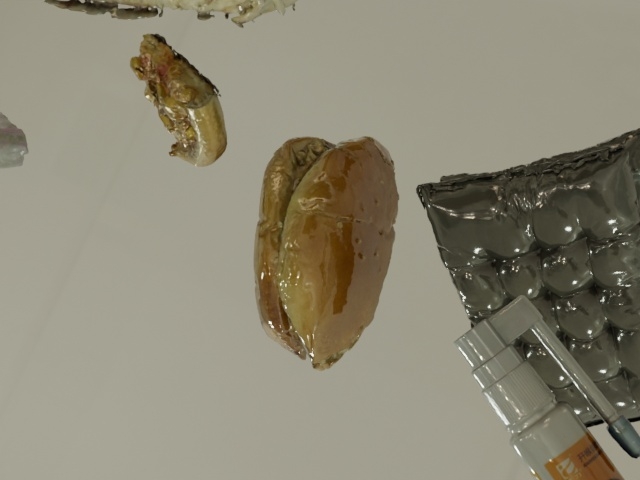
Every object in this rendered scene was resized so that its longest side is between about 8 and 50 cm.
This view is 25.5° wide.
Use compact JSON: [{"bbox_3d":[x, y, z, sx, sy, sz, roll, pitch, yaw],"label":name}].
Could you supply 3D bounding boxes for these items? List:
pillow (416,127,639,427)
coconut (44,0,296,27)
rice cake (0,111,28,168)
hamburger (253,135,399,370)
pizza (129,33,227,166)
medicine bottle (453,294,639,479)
[{"bbox_3d":[0.261,0.056,1.477,0.228,0.326,0.101,-12,-160,26],"label":"pillow"},{"bbox_3d":[-0.112,-0.358,1.063,0.346,0.360,0.346,5,-153,-3],"label":"coconut"},{"bbox_3d":[-0.418,-0.129,1.628,0.106,0.050,0.298,-7,-161,-22],"label":"rice cake"},{"bbox_3d":[0.000,0.000,1.601,0.144,0.283,0.156,2,162,23],"label":"hamburger"},{"bbox_3d":[-0.128,-0.124,1.263,0.131,0.041,0.178,60,166,-10],"label":"pizza"},{"bbox_3d":[0.201,0.154,1.171,0.220,0.092,0.061,54,172,6],"label":"medicine bottle"}]
